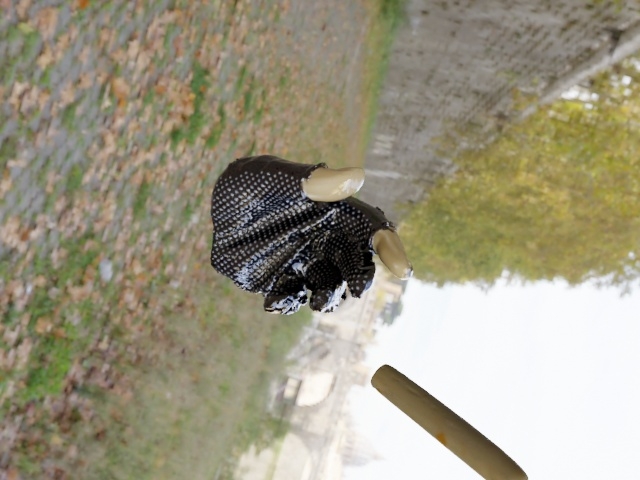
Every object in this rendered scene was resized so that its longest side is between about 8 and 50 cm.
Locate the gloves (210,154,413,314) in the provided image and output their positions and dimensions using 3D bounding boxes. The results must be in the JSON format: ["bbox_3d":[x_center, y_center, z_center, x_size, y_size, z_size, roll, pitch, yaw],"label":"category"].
[{"bbox_3d":[0.001,0.002,0.705,0.106,0.180,0.129,16,92,-63],"label":"gloves"}]

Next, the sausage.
[{"bbox_3d":[0.086,0.126,0.584,0.024,0.132,0.024,-29,137,-31],"label":"sausage"}]
